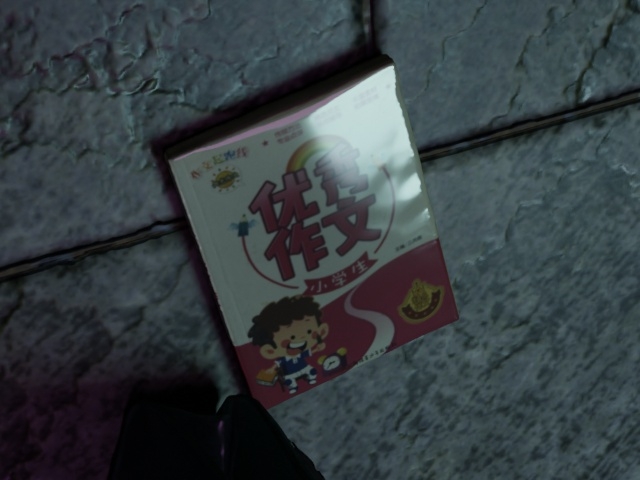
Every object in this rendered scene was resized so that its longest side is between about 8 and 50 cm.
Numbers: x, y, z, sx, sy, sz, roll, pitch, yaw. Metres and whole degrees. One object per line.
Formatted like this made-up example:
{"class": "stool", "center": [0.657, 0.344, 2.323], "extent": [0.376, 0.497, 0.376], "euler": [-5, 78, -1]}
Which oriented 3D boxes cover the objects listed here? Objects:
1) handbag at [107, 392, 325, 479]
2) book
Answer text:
{"class": "handbag", "center": [-0.077, 0.285, 1.311], "extent": [0.089, 0.238, 0.326], "euler": [-1, 121, -33]}
{"class": "book", "center": [0.000, 0.000, 1.298], "extent": [0.162, 0.022, 0.232], "euler": [-25, 129, -11]}
